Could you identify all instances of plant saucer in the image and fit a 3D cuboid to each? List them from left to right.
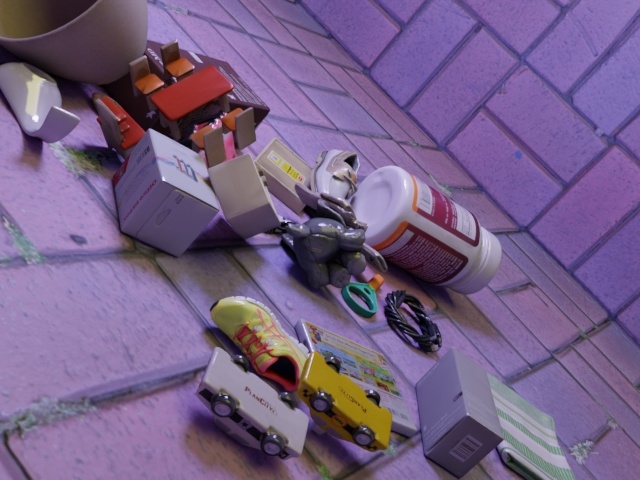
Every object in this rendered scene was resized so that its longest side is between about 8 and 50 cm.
[{"bbox_3d":[-0.442,-0.274,1.872,0.083,0.015,0.083,35,21,-16],"label":"plant saucer"}]

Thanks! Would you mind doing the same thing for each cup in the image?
[{"bbox_3d":[-0.478,-0.451,1.809,0.331,0.331,0.237,56,-1,34],"label":"cup"}]

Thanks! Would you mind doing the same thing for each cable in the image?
[{"bbox_3d":[0.206,0.180,2.099,0.150,0.047,0.184,26,27,-26],"label":"cable"}]

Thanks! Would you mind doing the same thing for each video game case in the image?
[{"bbox_3d":[0.065,0.257,1.694,0.227,0.026,0.206,27,25,-33],"label":"video game case"}]

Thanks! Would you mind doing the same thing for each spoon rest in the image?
[{"bbox_3d":[-0.512,-0.247,1.625,0.137,0.084,0.276,26,12,-39],"label":"spoon rest"}]

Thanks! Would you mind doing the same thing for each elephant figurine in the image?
[{"bbox_3d":[0.000,0.000,1.970,0.169,0.186,0.239,-9,23,-8],"label":"elephant figurine"}]

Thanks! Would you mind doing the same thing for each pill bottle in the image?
[{"bbox_3d":[0.277,-0.016,2.361,0.392,0.224,0.224,29,23,-32],"label":"pill bottle"}]

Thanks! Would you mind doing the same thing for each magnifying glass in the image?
[{"bbox_3d":[0.107,0.117,2.062,0.092,0.026,0.231,43,19,4],"label":"magnifying glass"}]

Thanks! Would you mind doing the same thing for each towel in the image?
[{"bbox_3d":[0.469,0.443,2.036,0.248,0.038,0.325,36,21,-14],"label":"towel"}]

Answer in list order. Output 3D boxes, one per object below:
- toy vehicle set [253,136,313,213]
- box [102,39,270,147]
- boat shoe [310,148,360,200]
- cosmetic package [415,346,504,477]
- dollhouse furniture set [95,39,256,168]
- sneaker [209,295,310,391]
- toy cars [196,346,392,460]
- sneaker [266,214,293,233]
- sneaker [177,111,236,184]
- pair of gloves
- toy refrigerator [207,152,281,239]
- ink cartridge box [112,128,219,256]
[{"bbox_3d":[-0.088,-0.169,2.278,0.166,0.035,0.267,40,20,-6],"label":"toy vehicle set"},{"bbox_3d":[-0.303,-0.334,2.078,0.191,0.143,0.381,49,23,17],"label":"box"},{"bbox_3d":[0.041,-0.154,2.301,0.302,0.103,0.113,-83,157,-56],"label":"boat shoe"},{"bbox_3d":[0.267,0.332,1.766,0.107,0.127,0.238,35,19,-17],"label":"cosmetic package"},{"bbox_3d":[-0.291,-0.258,1.732,0.262,0.259,0.135,44,-26,27],"label":"dollhouse furniture set"},{"bbox_3d":[-0.096,0.172,1.491,0.208,0.081,0.094,38,22,-12],"label":"sneaker"},{"bbox_3d":[-0.044,0.263,1.399,0.393,0.087,0.176,10,48,-48],"label":"toy cars"},{"bbox_3d":[-0.107,-0.039,1.984,0.043,0.040,0.109,34,10,31],"label":"sneaker"},{"bbox_3d":[-0.237,-0.161,1.881,0.136,0.116,0.314,66,23,-21],"label":"sneaker"},{"bbox_3d":[0.053,-0.037,2.092,0.204,0.042,0.240,28,-19,44],"label":"pair of gloves"},{"bbox_3d":[-0.138,-0.081,1.733,0.269,0.094,0.102,71,-3,-82],"label":"toy refrigerator"},{"bbox_3d":[-0.279,-0.084,1.613,0.127,0.128,0.176,28,25,-34],"label":"ink cartridge box"}]
